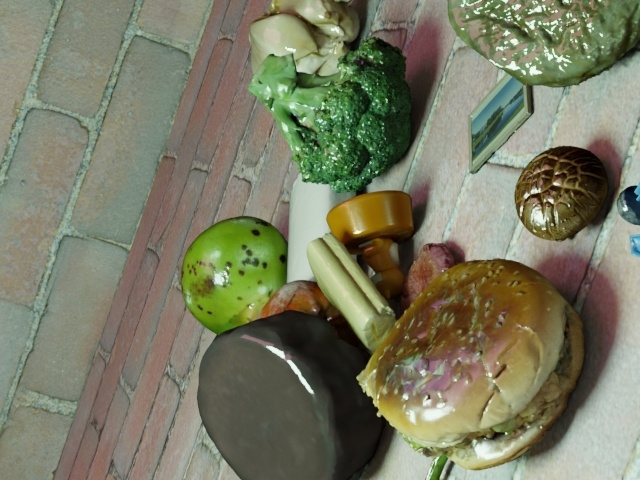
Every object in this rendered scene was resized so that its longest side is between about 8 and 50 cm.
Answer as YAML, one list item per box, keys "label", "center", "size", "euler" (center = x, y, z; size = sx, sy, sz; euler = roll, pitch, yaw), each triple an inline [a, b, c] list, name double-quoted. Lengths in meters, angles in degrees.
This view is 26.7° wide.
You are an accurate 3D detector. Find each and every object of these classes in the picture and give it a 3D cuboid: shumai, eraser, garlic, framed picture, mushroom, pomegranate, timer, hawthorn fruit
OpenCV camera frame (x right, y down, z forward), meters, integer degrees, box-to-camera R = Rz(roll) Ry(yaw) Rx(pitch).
- label: "shumai"
  center: [0.309, -0.301, 1.676]
  size: [0.272, 0.204, 0.222]
  euler: [33, 110, 34]
- label: "eraser"
  center: [0.000, 0.000, 2.246]
  size: [0.174, 0.095, 0.270]
  euler: [-53, 28, 43]
- label: "garlic"
  center: [-0.010, -0.391, 2.522]
  size: [0.203, 0.185, 0.281]
  euler: [22, 73, 45]
- label: "framed picture"
  center: [0.246, -0.173, 1.863]
  size: [0.149, 0.011, 0.109]
  euler: [-50, 29, 47]
- label: "mushroom"
  center: [0.277, -0.056, 1.567]
  size: [0.109, 0.085, 0.126]
  euler: [-60, 28, 28]
- label: "pomegranate"
  center: [-0.126, 0.103, 2.368]
  size: [0.231, 0.231, 0.286]
  euler: [-49, 57, 47]
- label: "timer"
  center: [0.088, 0.019, 1.997]
  size: [0.132, 0.132, 0.152]
  euler: [-40, 59, 56]
- label: "hawthorn fruit"
  center: [-0.020, 0.146, 2.074]
  size: [0.173, 0.173, 0.173]
  euler: [-53, 27, 42]

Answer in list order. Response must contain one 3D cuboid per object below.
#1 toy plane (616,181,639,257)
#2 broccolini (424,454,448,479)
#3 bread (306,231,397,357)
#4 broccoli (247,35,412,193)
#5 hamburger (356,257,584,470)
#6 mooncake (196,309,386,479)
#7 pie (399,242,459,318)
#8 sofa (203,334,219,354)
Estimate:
- label: "toy plane"
  center: [0.356, -0.029, 1.317]
  size: [0.254, 0.105, 0.271]
  euler: [111, 170, -52]
- label: "broccolini"
  center: [0.170, 0.255, 1.678]
  size: [0.057, 0.071, 0.254]
  euler: [22, 103, 29]
- label: "bread"
  center: [0.051, 0.085, 1.933]
  size: [0.060, 0.139, 0.178]
  euler: [-32, 53, -7]
- label: "broccoli"
  center: [0.019, -0.209, 2.145]
  size: [0.270, 0.270, 0.270]
  euler: [-64, -2, -4]
- label: "hamburger"
  center: [0.174, 0.135, 1.546]
  size: [0.286, 0.146, 0.243]
  euler: [-25, 40, 44]
- label: "mooncake"
  center: [-0.041, 0.235, 1.926]
  size: [0.283, 0.141, 0.283]
  euler: [15, 115, 36]
- label: "pie"
  center: [0.148, 0.075, 1.865]
  size: [0.153, 0.038, 0.153]
  euler: [-164, 90, -70]
- label: "sofa"
  center: [-0.160, 0.209, 2.564]
  size: [0.147, 0.060, 0.085]
  euler: [-56, 42, 39]
